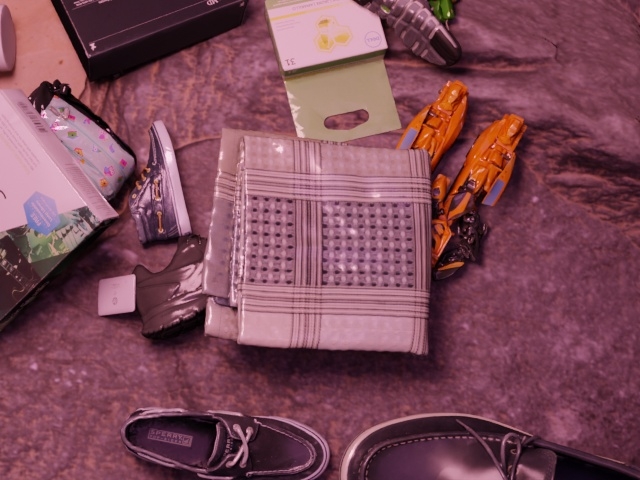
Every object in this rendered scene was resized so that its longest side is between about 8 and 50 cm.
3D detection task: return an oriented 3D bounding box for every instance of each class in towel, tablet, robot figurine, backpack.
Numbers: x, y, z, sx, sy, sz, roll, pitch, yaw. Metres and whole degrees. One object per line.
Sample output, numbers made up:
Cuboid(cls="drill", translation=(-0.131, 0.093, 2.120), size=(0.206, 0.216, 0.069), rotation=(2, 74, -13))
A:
Cuboid(cls="towel", translation=(0.000, 0.000, 1.426), size=(0.324, 0.056, 0.312), rotation=(5, 77, -7))
Cuboid(cls="tablet", translation=(-0.298, 0.080, 1.489), size=(0.006, 0.083, 0.054), rotation=(10, 75, -48))
Cuboid(cls="robot figurine", translation=(0.180, -0.087, 1.540), size=(0.211, 0.085, 0.291), rotation=(30, 79, 3))
Cuboid(cls="backpack", translation=(-0.362, -0.134, 1.489), size=(0.182, 0.152, 0.115), rotation=(41, 73, -12))

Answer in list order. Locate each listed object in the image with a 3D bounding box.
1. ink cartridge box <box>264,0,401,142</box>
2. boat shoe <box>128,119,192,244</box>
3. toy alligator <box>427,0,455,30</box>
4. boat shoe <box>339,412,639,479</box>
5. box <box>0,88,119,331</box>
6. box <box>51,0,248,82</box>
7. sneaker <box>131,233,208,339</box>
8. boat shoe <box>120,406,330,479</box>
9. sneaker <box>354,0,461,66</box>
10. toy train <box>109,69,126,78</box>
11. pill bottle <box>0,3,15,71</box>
Cuboid(cls="ink cartridge box", translation=(0.022, -0.274, 1.580), size=(0.171, 0.056, 0.235), rotation=(-13, 79, -7))
Cuboid(cls="boat shoe", translation=(-0.251, -0.087, 1.520), size=(0.083, 0.065, 0.184), rotation=(-13, 82, -7))
Cuboid(cls="toy alligator", translation=(0.185, -0.385, 1.617), size=(0.051, 0.056, 0.190), rotation=(-7, 86, 40))
Cuboid(cls="boat shoe", translation=(0.276, 0.353, 1.432), size=(0.499, 0.156, 0.187), rotation=(12, 81, 0))
Cuboid(cls="box", translation=(-0.462, -0.020, 1.424), size=(0.322, 0.058, 0.232), rotation=(-41, 84, 22))
Cuboid(cls="box", translation=(-0.266, -0.379, 1.540), size=(0.261, 0.103, 0.184), rotation=(-24, 80, -16))
Cuboid(cls="sneaker", translation=(-0.145, 0.038, 1.489), size=(0.286, 0.109, 0.130), rotation=(-23, 76, -10))
Cuboid(cls="boat shoe", translation=(-0.133, 0.289, 1.440), size=(0.301, 0.102, 0.108), rotation=(12, 79, -2))
Cuboid(cls="sneaker", translation=(0.149, -0.379, 1.557), size=(0.228, 0.086, 0.132), rotation=(40, 65, -4))
Cuboid(cls="toy train", translation=(-0.348, -0.322, 1.576), size=(0.036, 0.027, 0.158), rotation=(-32, 84, -12))
Cuboid(cls="pill bottle", translation=(-0.569, -0.299, 1.511), size=(0.208, 0.119, 0.119), rotation=(-2, 80, -4))
